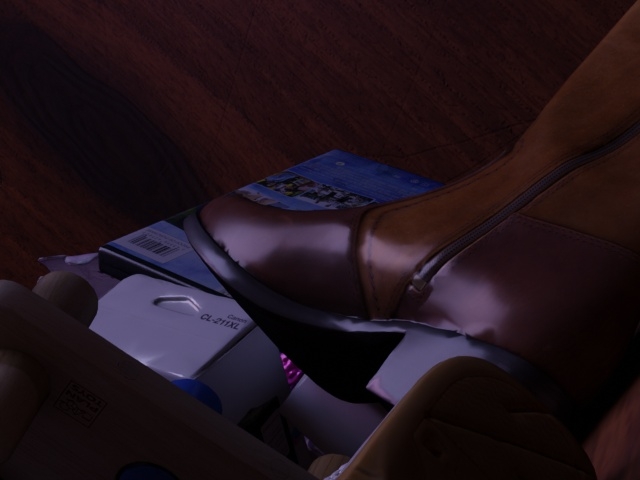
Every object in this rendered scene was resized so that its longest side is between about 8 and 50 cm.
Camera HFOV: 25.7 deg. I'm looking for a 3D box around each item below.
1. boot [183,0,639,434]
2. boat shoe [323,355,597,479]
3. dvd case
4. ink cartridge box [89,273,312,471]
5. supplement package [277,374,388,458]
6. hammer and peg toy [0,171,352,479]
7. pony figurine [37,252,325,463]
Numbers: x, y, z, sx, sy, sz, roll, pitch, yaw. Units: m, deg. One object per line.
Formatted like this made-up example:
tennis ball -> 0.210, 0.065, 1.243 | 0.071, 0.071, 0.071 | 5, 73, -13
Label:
boot -> 0.089, -0.043, 0.693 | 0.280, 0.096, 0.264 | -48, 35, -12
boat shoe -> -0.006, 0.128, 0.403 | 0.096, 0.098, 0.277 | -50, -13, 33
dvd case -> 0.000, 0.000, 0.968 | 0.253, 0.180, 0.022 | -25, -54, -45
ink cartridge box -> -0.079, 0.121, 0.881 | 0.127, 0.175, 0.072 | 12, 39, 39
supplement package -> 0.078, 0.059, 0.820 | 0.179, 0.105, 0.105 | -45, -4, -26
hammer and peg toy -> -0.164, 0.135, 0.764 | 0.266, 0.361, 0.127 | -49, 10, 35
pony figurine -> -0.019, 0.106, 1.098 | 0.363, 0.303, 0.351 | -49, -34, -36
